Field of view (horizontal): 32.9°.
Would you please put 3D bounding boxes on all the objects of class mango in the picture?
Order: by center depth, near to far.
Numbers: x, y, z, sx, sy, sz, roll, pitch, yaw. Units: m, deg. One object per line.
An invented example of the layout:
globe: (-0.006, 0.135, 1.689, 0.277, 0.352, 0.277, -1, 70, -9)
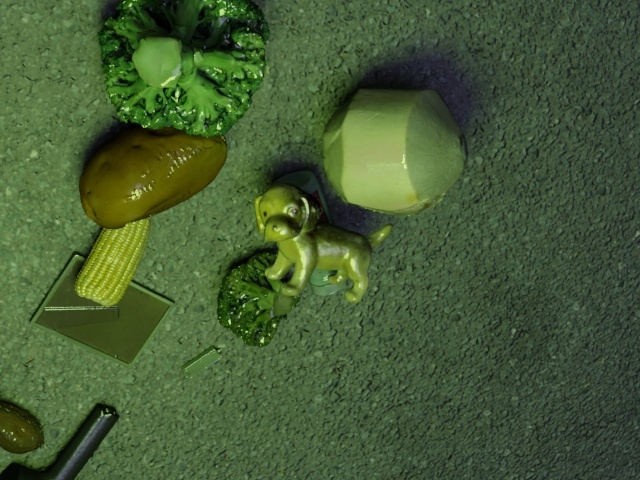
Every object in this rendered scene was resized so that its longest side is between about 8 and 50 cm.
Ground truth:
mango: (-0.264, -0.110, 1.710, 0.248, 0.156, 0.151, -23, 117, -5)

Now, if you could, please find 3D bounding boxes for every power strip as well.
power strip: (-0.213, 0.220, 1.956, 0.083, 0.017, 0.027, -34, 120, -1)

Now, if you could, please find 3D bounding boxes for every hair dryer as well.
hair dryer: (-0.438, 0.404, 1.930, 0.197, 0.089, 0.251, 32, 94, -28)

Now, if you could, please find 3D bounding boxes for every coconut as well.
coconut: (0.129, -0.147, 1.774, 0.241, 0.241, 0.241, -7, 115, -16)

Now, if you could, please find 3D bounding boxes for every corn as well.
corn: (-0.340, 0.026, 1.789, 0.085, 0.063, 0.165, 24, 91, -4)

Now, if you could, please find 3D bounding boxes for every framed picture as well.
framed picture: (-0.373, 0.123, 1.859, 0.203, 0.015, 0.150, 29, 101, -28)

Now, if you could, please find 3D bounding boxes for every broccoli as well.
broccoli: (-0.207, -0.268, 1.602, 0.269, 0.270, 0.270, 2, 104, 7)
broccoli: (-0.107, 0.098, 1.879, 0.146, 0.137, 0.162, 39, 67, -36)

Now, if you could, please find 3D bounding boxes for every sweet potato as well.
sweet potato: (-0.560, 0.285, 1.838, 0.233, 0.062, 0.081, 55, 50, -27)

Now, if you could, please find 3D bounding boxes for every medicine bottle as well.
medicine bottle: (-0.016, -0.010, 1.878, 0.090, 0.090, 0.217, -24, 118, -7)

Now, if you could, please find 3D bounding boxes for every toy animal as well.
toy animal: (-0.014, 0.010, 1.776, 0.233, 0.121, 0.169, 20, 103, -20)
